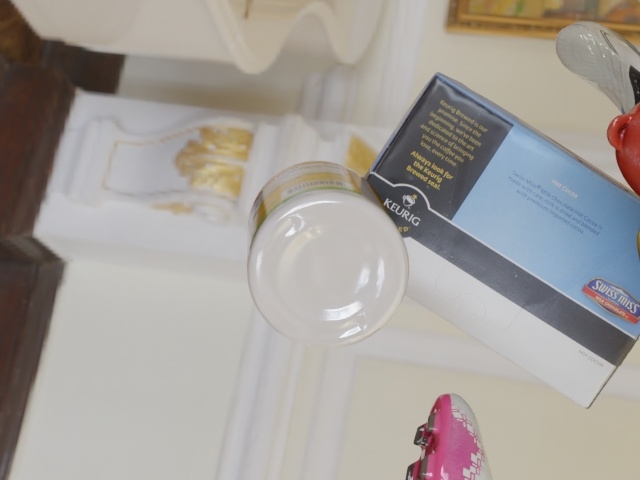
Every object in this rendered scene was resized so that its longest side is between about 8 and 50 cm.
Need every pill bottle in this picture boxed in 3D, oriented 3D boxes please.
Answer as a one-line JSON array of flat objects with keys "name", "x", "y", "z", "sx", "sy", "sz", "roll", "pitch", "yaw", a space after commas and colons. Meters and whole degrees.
[{"name": "pill bottle", "x": 0.000, "y": 0.000, "z": 1.029, "sx": 0.245, "sy": 0.136, "sz": 0.136, "roll": -105, "pitch": -161, "yaw": -77}]

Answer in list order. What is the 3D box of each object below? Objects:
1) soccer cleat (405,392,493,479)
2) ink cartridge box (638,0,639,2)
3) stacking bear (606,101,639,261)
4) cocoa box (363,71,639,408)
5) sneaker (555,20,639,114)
[{"name": "soccer cleat", "x": 0.155, "y": 0.318, "z": 1.093, "sx": 0.116, "sy": 0.143, "sz": 0.331, "roll": 106, "pitch": -9, "yaw": -63}, {"name": "ink cartridge box", "x": 0.414, "y": -0.305, "z": 1.231, "sx": 0.231, "sy": 0.134, "sz": 0.078, "roll": 20, "pitch": 88, "yaw": -46}, {"name": "stacking bear", "x": 0.348, "y": 0.001, "z": 0.958, "sx": 0.289, "sy": 0.175, "sz": 0.164, "roll": 62, "pitch": 4, "yaw": -16}, {"name": "cocoa box", "x": 0.218, "y": -0.015, "z": 1.289, "sx": 0.228, "sy": 0.347, "sz": 0.231, "roll": -58, "pitch": 180, "yaw": 11}, {"name": "sneaker", "x": 0.413, "y": -0.207, "z": 1.453, "sx": 0.086, "sy": 0.237, "sz": 0.085, "roll": -24, "pitch": 154, "yaw": -39}]
